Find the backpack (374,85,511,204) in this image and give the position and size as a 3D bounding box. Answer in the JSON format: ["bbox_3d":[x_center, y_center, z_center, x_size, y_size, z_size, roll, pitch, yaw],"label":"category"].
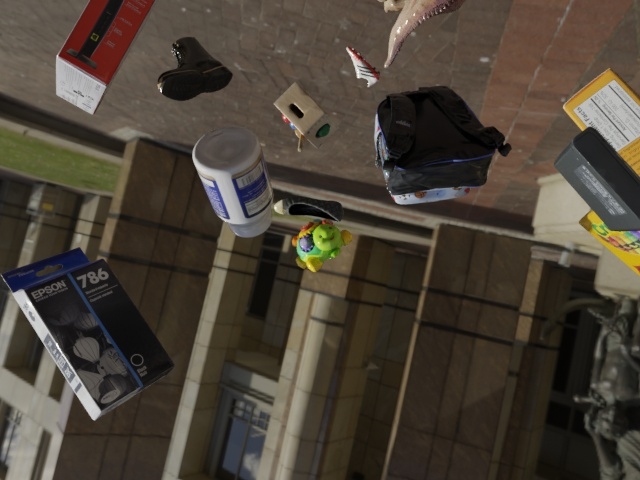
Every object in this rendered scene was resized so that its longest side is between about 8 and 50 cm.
[{"bbox_3d":[0.244,-0.224,1.171,0.277,0.263,0.213,-5,147,-6],"label":"backpack"}]

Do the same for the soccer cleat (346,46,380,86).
[{"bbox_3d":[0.074,-0.321,0.946,0.083,0.036,0.029,42,-152,-12],"label":"soccer cleat"}]

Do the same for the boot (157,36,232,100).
[{"bbox_3d":[-0.304,-0.380,1.109,0.137,0.077,0.198,48,-146,7],"label":"boot"}]

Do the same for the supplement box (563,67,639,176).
[{"bbox_3d":[0.408,-0.102,0.637,0.080,0.233,0.078,-38,151,28],"label":"supplement box"}]

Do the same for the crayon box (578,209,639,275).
[{"bbox_3d":[0.522,0.000,0.758,0.318,0.081,0.202,47,-179,16],"label":"crayon box"}]

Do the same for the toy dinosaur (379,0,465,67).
[{"bbox_3d":[0.187,-0.385,0.720,0.201,0.295,0.127,23,172,25],"label":"toy dinosaur"}]

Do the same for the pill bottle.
[{"bbox_3d":[-0.142,-0.094,0.889,0.112,0.111,0.186,11,145,16],"label":"pill bottle"}]

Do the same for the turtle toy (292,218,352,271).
[{"bbox_3d":[0.000,0.000,0.858,0.066,0.095,0.130,54,163,-17],"label":"turtle toy"}]

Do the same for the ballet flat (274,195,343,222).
[{"bbox_3d":[-0.030,-0.075,1.261,0.173,0.049,0.057,3,146,6],"label":"ballet flat"}]

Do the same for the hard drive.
[{"bbox_3d":[0.254,-0.049,0.460,0.094,0.022,0.135,53,-165,11],"label":"hard drive"}]

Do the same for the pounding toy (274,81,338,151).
[{"bbox_3d":[-0.035,-0.269,1.179,0.141,0.100,0.130,49,-172,16],"label":"pounding toy"}]

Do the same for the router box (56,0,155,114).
[{"bbox_3d":[-0.377,-0.404,0.948,0.082,0.301,0.335,29,172,-26],"label":"router box"}]

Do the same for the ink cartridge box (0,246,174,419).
[{"bbox_3d":[-0.440,0.153,0.975,0.165,0.332,0.065,-30,168,-47],"label":"ink cartridge box"}]
